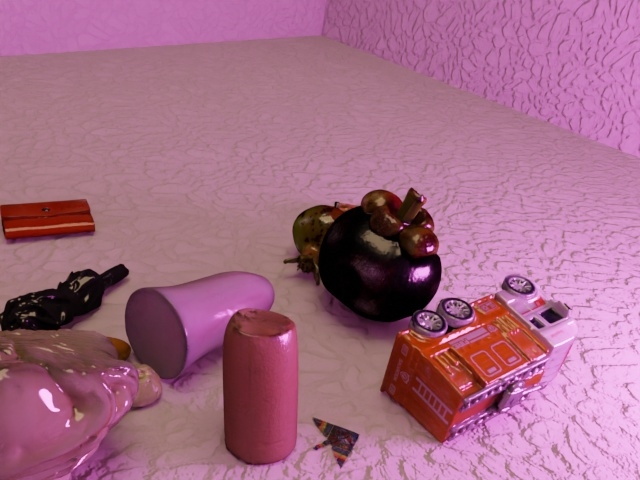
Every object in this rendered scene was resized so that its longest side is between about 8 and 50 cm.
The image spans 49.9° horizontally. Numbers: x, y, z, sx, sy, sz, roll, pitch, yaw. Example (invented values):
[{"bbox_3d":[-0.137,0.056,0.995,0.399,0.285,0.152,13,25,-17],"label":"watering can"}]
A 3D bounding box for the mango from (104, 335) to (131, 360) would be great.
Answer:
[{"bbox_3d":[-0.403,0.205,1.251,0.114,0.057,0.079,-3,23,-26],"label":"mango"}]

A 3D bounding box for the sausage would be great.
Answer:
[{"bbox_3d":[-0.095,0.224,1.099,0.123,0.252,0.123,3,26,-1],"label":"sausage"}]

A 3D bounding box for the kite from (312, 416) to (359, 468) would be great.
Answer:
[{"bbox_3d":[0.026,0.340,1.174,0.090,0.004,0.122,-9,33,-28],"label":"kite"}]

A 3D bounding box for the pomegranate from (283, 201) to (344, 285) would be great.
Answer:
[{"bbox_3d":[-0.003,-0.002,1.637,0.156,0.156,0.220,17,29,15],"label":"pomegranate"}]

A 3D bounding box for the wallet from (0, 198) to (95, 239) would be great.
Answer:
[{"bbox_3d":[-0.659,-0.054,1.661,0.205,0.045,0.142,-6,32,-26],"label":"wallet"}]

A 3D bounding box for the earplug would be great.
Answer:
[{"bbox_3d":[-0.207,0.136,1.341,0.172,0.172,0.301,27,27,30],"label":"earplug"}]

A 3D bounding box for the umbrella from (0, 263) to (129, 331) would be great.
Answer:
[{"bbox_3d":[-0.488,0.116,1.362,0.118,0.118,0.340,17,21,14],"label":"umbrella"}]

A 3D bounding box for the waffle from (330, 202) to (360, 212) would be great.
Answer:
[{"bbox_3d":[0.142,-0.038,1.810,0.249,0.056,0.253,-2,25,-40],"label":"waffle"}]

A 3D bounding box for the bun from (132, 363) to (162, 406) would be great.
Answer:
[{"bbox_3d":[-0.319,0.248,1.197,0.086,0.054,0.086,6,30,-4],"label":"bun"}]

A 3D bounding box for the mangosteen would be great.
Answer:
[{"bbox_3d":[0.143,0.019,1.475,0.275,0.302,0.275,19,28,-11],"label":"mangosteen"}]

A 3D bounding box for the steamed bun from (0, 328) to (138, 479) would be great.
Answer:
[{"bbox_3d":[-0.449,0.249,1.010,0.310,0.219,0.324,7,0,-34],"label":"steamed bun"}]

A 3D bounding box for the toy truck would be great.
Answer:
[{"bbox_3d":[0.321,0.219,1.309,0.388,0.173,0.207,-17,44,-33],"label":"toy truck"}]
